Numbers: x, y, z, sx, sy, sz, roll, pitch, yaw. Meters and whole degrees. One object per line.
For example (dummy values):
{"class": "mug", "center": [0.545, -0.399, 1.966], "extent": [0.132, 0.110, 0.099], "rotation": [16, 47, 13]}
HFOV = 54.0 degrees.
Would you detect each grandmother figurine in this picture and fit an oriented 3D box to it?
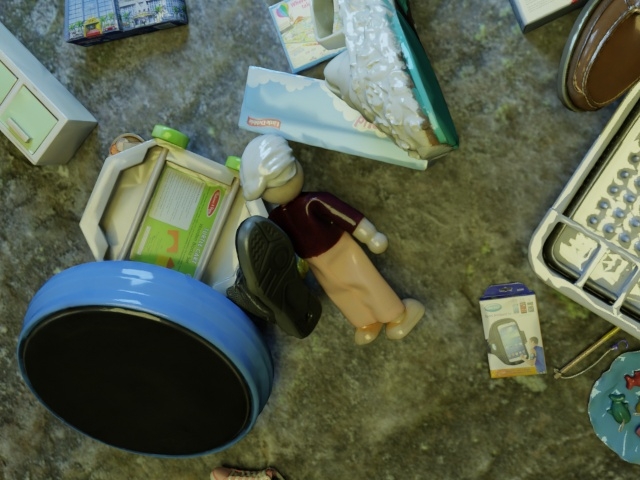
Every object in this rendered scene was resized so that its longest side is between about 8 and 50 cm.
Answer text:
{"class": "grandmother figurine", "center": [0.000, 0.000, 0.886], "extent": [0.207, 0.104, 0.342], "rotation": [-21, 117, 30]}

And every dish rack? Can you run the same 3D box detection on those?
{"class": "dish rack", "center": [0.473, -0.037, 0.836], "extent": [0.285, 0.072, 0.333], "rotation": [32, 104, 9]}

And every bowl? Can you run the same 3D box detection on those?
{"class": "bowl", "center": [-0.270, 0.201, 0.960], "extent": [0.390, 0.077, 0.391], "rotation": [5, 129, 6]}

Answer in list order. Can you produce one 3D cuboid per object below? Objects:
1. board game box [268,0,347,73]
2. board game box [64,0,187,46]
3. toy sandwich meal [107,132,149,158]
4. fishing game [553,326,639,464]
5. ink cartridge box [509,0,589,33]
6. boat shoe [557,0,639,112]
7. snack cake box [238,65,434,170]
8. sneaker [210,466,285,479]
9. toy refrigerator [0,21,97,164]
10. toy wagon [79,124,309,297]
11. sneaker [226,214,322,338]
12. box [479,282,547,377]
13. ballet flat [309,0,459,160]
{"class": "board game box", "center": [0.012, -0.325, 0.932], "extent": [0.154, 0.026, 0.104], "rotation": [-18, 98, 16]}
{"class": "board game box", "center": [-0.323, -0.425, 0.992], "extent": [0.194, 0.060, 0.194], "rotation": [-7, 97, 15]}
{"class": "toy sandwich meal", "center": [-0.319, -0.139, 1.046], "extent": [0.085, 0.029, 0.086], "rotation": [2, 98, 14]}
{"class": "fishing game", "center": [0.482, 0.242, 0.890], "extent": [0.189, 0.041, 0.264], "rotation": [-41, 87, 19]}
{"class": "ink cartridge box", "center": [0.297, -0.387, 0.830], "extent": [0.127, 0.072, 0.175], "rotation": [-23, 92, 17]}
{"class": "boat shoe", "center": [0.412, -0.284, 0.755], "extent": [0.110, 0.104, 0.307], "rotation": [33, 95, -32]}
{"class": "snack cake box", "center": [0.037, -0.172, 0.886], "extent": [0.264, 0.152, 0.089], "rotation": [15, 101, 12]}
{"class": "sneaker", "center": [-0.116, 0.403, 1.062], "extent": [0.134, 0.051, 0.070], "rotation": [28, 102, 6]}
{"class": "toy refrigerator", "center": [-0.514, -0.255, 1.047], "extent": [0.269, 0.094, 0.102], "rotation": [45, 105, 4]}
{"class": "toy wagon", "center": [-0.184, -0.006, 0.973], "extent": [0.344, 0.068, 0.267], "rotation": [22, 88, -11]}
{"class": "sneaker", "center": [-0.089, 0.045, 0.861], "extent": [0.130, 0.228, 0.087], "rotation": [18, 63, 30]}
{"class": "box", "center": [0.284, 0.133, 0.931], "extent": [0.081, 0.028, 0.136], "rotation": [-9, 97, 16]}
{"class": "ballet flat", "center": [0.061, -0.250, 0.774], "extent": [0.146, 0.147, 0.409], "rotation": [-18, 62, 16]}
